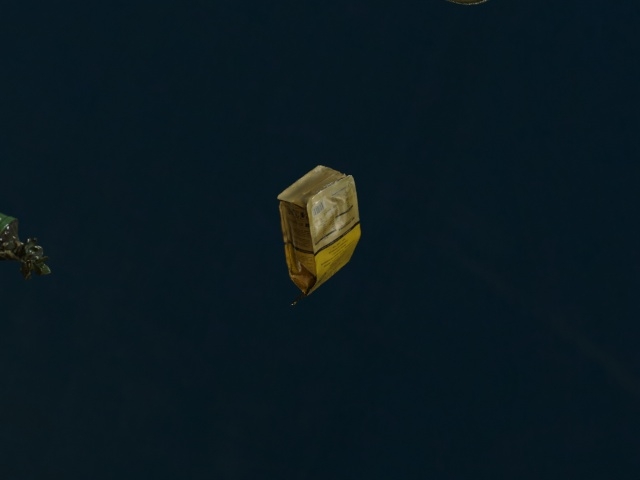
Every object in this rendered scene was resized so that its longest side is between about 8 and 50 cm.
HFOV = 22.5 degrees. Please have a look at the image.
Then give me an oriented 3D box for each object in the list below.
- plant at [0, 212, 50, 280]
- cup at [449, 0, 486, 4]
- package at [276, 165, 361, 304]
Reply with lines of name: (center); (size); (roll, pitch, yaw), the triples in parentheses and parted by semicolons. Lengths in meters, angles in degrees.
plant: (-0.313, 0.004, 1.630); (0.102, 0.051, 0.051); (31, -57, 10)
cup: (0.077, -0.149, 0.684); (0.054, 0.083, 0.075); (39, -31, -16)
package: (0.000, 0.000, 1.530); (0.047, 0.071, 0.131); (20, -50, 33)
